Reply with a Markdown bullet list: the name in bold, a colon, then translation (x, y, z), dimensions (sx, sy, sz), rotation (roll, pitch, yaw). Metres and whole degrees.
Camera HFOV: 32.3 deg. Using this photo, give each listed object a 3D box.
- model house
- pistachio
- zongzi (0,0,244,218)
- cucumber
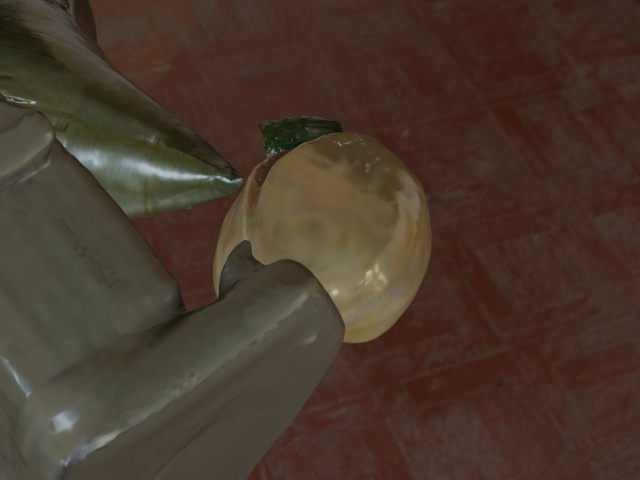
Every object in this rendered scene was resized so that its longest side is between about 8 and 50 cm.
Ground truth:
- **model house**: translation (-0.112, 0.040, 0.420), dimensions (0.188, 0.229, 0.122), rotation (40, 49, 10)
- **pistachio**: translation (0.000, 0.000, 1.192), dimensions (0.229, 0.230, 0.309), rotation (23, 35, 7)
- **zongzi**: translation (-0.209, -0.138, 0.951), dimensions (0.392, 0.174, 0.356), rotation (0, 37, 14)
- **cucumber**: translation (-0.023, -0.132, 1.429), dimensions (0.107, 0.035, 0.067), rotation (-11, 87, 2)
